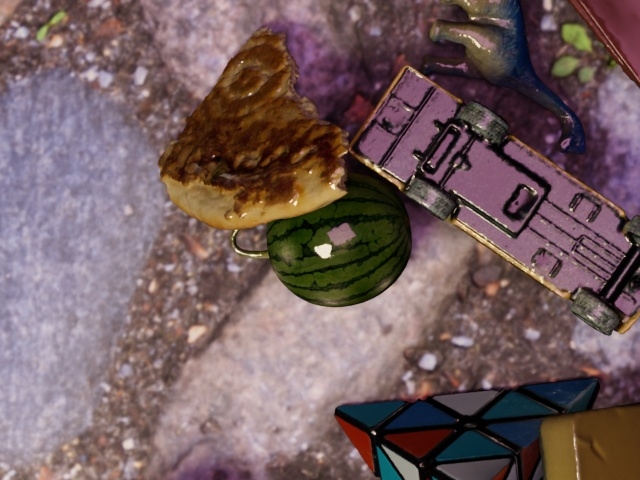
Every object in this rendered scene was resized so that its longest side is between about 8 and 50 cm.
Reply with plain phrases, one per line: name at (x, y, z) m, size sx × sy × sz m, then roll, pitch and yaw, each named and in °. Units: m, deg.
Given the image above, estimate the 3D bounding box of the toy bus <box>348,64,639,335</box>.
toy bus at (0.194, -0.038, 1.922) m, size 0.335 × 0.123 × 0.121 m, roll 34°, pitch 89°, yaw 3°

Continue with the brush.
brush at (0.296, 0.226, 1.885) m, size 0.059 × 0.197 × 0.123 m, roll -8°, pitch 85°, yaw 43°

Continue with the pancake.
pancake at (-0.053, -0.116, 1.928) m, size 0.266 × 0.057 × 0.244 m, roll -11°, pitch 53°, yaw 36°

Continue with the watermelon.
watermelon at (0.000, 0.000, 1.929) m, size 0.187 × 0.141 × 0.140 m, roll -10°, pitch 88°, yaw 20°

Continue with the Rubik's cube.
Rubik's cube at (0.131, 0.289, 1.944) m, size 0.250 × 0.284 × 0.234 m, roll 3°, pitch 112°, yaw 27°

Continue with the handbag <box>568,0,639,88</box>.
handbag at (0.356, -0.324, 1.946) m, size 0.260 × 0.084 × 0.275 m, roll -35°, pitch 88°, yaw -1°

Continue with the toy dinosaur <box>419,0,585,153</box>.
toy dinosaur at (0.208, -0.226, 1.969) m, size 0.188 × 0.075 × 0.247 m, roll 12°, pitch 84°, yaw -6°
